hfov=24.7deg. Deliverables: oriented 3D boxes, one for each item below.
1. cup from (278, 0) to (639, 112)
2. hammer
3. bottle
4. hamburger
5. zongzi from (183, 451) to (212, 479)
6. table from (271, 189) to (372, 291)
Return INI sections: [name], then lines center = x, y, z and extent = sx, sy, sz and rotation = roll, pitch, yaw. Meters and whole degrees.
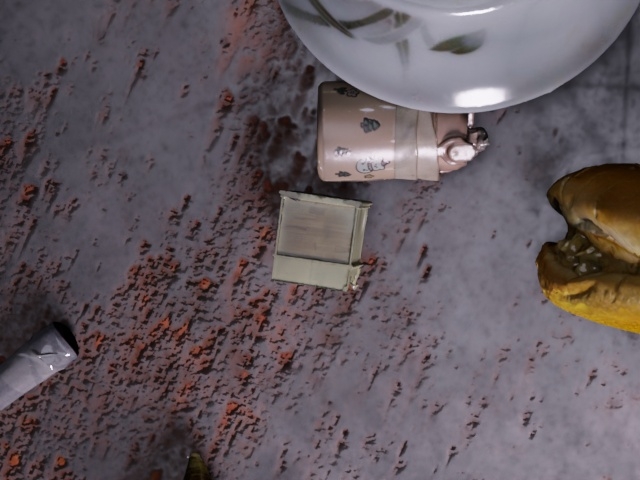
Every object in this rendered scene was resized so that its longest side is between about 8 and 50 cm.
[cup]
center = 0.113, -0.294, 1.213
extent = 0.347, 0.163, 0.347
rotation = -1, 78, 7
[hammer]
center = -0.412, 0.209, 1.423
extent = 0.427, 0.044, 0.152
rotation = -39, 85, 9
[bottle]
center = 0.073, -0.099, 1.302
extent = 0.152, 0.099, 0.099
rotation = -2, 91, 2
[hamburger]
center = 0.318, 0.017, 1.222
extent = 0.283, 0.156, 0.144
rotation = 14, 93, 12
[zongzi]
center = -0.160, 0.359, 1.360
extent = 0.247, 0.111, 0.241
rotation = -32, 67, 16
[table]
center = 0.000, 0.000, 1.328
extent = 0.079, 0.062, 0.083
rotation = 8, 93, 10
